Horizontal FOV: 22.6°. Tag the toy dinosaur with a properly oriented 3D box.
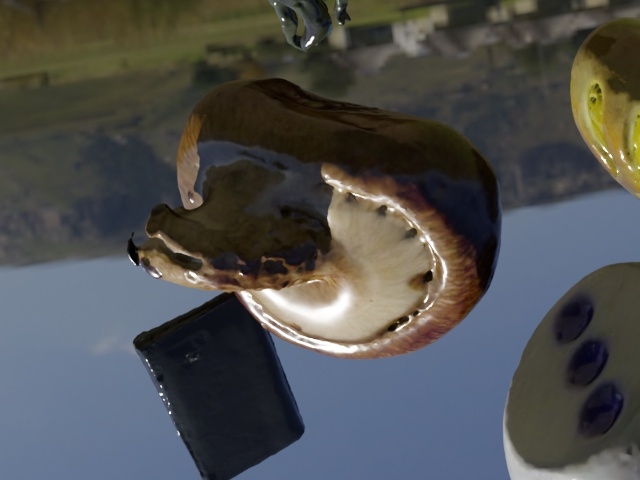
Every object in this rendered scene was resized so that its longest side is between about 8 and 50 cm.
[{"bbox_3d":[-0.036,-0.213,1.044,0.087,0.179,0.187,-39,-177,-19],"label":"toy dinosaur"}]

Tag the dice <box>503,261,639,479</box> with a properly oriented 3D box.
[{"bbox_3d":[0.359,0.193,1.695,0.243,0.259,0.251,35,159,-23],"label":"dice"}]

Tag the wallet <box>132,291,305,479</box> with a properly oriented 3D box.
[{"bbox_3d":[-0.106,0.171,1.821,0.146,0.285,0.030,-31,-133,-12],"label":"wallet"}]

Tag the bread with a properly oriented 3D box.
[{"bbox_3d":[0.399,-0.098,1.696,0.160,0.333,0.333,-52,177,13],"label":"bread"}]

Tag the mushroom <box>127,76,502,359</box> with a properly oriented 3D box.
[{"bbox_3d":[0.000,0.000,1.587,0.345,0.345,0.260,-5,-142,34],"label":"mushroom"}]
